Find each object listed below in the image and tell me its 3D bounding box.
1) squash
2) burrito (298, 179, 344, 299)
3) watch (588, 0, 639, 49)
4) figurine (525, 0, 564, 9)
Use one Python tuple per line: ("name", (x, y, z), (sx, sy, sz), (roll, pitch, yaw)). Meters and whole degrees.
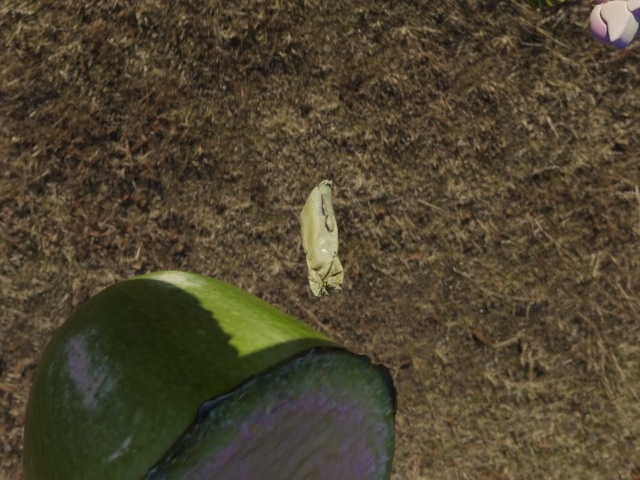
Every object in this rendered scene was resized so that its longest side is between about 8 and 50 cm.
("squash", (-0.142, 0.167, 0.560), (0.310, 0.309, 0.310), (-25, 127, -39))
("burrito", (0.000, 0.000, 0.812), (0.055, 0.149, 0.041), (-13, 167, 20))
("watch", (0.641, -0.493, 1.250), (0.218, 0.248, 0.211), (3, 162, -43))
("figurine", (0.349, -0.580, 1.121), (0.315, 0.187, 0.168), (42, 142, -25))
